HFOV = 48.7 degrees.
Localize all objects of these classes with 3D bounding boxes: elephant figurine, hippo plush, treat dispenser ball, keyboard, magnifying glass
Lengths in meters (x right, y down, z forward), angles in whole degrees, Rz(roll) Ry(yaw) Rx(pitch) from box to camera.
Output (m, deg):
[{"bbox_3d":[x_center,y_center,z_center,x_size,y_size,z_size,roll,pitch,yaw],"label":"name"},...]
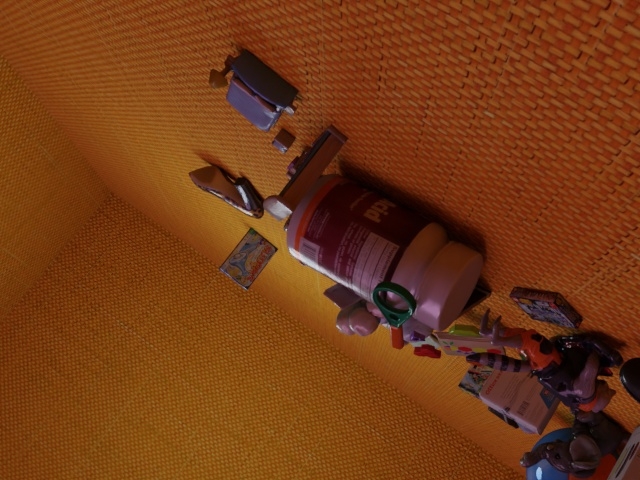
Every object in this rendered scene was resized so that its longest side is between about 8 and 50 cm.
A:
[{"bbox_3d":[0.715,0.588,1.972,0.169,0.239,0.186,43,164,-23],"label":"elephant figurine"},{"bbox_3d":[0.192,0.225,2.054,0.236,0.234,0.294,42,164,-17],"label":"hippo plush"},{"bbox_3d":[0.772,0.715,2.141,0.288,0.288,0.288,34,165,10],"label":"treat dispenser ball"},{"bbox_3d":[0.127,0.089,1.671,0.072,0.256,0.014,42,144,34],"label":"keyboard"},{"bbox_3d":[0.157,0.160,1.478,0.092,0.026,0.231,18,145,22],"label":"magnifying glass"}]

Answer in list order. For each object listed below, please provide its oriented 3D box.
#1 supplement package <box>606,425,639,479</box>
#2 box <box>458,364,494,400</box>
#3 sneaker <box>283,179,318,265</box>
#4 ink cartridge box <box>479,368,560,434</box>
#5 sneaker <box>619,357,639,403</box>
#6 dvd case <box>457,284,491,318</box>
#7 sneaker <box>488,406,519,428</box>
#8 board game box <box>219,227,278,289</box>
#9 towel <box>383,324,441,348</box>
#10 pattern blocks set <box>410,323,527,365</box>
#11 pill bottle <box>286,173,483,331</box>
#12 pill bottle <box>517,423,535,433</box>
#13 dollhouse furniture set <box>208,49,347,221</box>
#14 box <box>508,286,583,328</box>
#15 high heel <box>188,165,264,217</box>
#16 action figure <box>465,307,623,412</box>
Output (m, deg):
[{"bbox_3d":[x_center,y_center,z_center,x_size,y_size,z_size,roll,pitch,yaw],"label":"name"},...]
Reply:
[{"bbox_3d":[0.827,0.578,1.757,0.149,0.203,0.194,31,164,19],"label":"supplement package"},{"bbox_3d":[0.543,0.454,2.205,0.207,0.114,0.036,18,157,49],"label":"box"},{"bbox_3d":[0.000,0.000,1.892,0.158,0.182,0.410,26,163,35],"label":"sneaker"},{"bbox_3d":[0.581,0.449,2.047,0.191,0.139,0.082,27,165,36],"label":"ink cartridge box"},{"bbox_3d":[0.715,0.277,1.291,0.331,0.122,0.146,25,144,40],"label":"sneaker"},{"bbox_3d":[0.276,0.131,1.666,0.165,0.221,0.018,26,124,35],"label":"dvd case"},{"bbox_3d":[0.634,0.589,2.481,0.118,0.083,0.222,26,164,36],"label":"sneaker"},{"bbox_3d":[-0.277,0.072,2.724,0.136,0.201,0.035,39,166,-13],"label":"board game box"},{"bbox_3d":[0.257,0.285,2.493,0.325,0.038,0.248,37,165,0],"label":"towel"},{"bbox_3d":[0.406,0.283,1.917,0.325,0.026,0.285,6,155,14],"label":"pattern blocks set"},{"bbox_3d":[0.140,0.025,1.564,0.392,0.224,0.224,29,164,24],"label":"pill bottle"},{"bbox_3d":[0.672,0.565,2.306,0.087,0.087,0.160,24,160,41],"label":"pill bottle"},{"bbox_3d":[-0.144,-0.213,1.526,0.303,0.198,0.286,39,165,-8],"label":"dollhouse furniture set"},{"bbox_3d":[0.486,0.145,1.531,0.094,0.027,0.137,43,165,-20],"label":"box"},{"bbox_3d":[-0.307,-0.147,2.308,0.261,0.093,0.186,16,150,33],"label":"high heel"},{"bbox_3d":[0.508,0.284,1.613,0.330,0.178,0.341,31,169,5],"label":"action figure"}]
